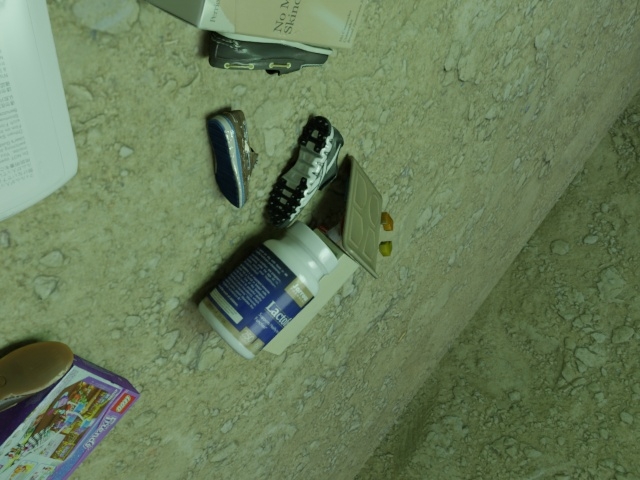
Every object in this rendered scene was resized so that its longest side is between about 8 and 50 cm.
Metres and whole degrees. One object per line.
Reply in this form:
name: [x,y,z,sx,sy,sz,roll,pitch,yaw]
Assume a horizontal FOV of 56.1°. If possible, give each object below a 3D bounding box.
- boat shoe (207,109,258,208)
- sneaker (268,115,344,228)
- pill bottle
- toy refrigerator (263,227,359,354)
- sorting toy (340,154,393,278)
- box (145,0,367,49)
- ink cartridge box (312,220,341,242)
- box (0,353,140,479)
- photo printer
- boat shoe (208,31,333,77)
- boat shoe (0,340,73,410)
boat shoe: [-0.138,-0.135,1.018,0.066,0.066,0.183,-37,145,-31]
sneaker: [-0.019,-0.124,1.188,0.106,0.078,0.234,12,107,-55]
pill bottle: [-0.099,0.093,1.193,0.264,0.153,0.153,-44,149,-7]
toy refrigerator: [-0.052,0.112,1.314,0.269,0.102,0.094,-48,146,4]
sorting toy: [0.108,-0.032,1.397,0.307,0.041,0.229,43,47,-60]
box: [-0.071,-0.363,0.833,0.311,0.121,0.148,-15,133,-48]
ink cartridge box: [0.000,0.000,1.386,0.115,0.029,0.063,-39,147,-27]
box: [-0.472,0.337,1.019,0.293,0.057,0.201,-49,149,-11]
photo printer: [-0.391,-0.141,0.612,0.256,0.107,0.307,-31,143,-35]
boat shoe: [-0.076,-0.295,0.941,0.227,0.081,0.069,-7,128,-44]
boat shoe: [-0.476,0.215,0.893,0.207,0.073,0.073,-25,176,-36]
